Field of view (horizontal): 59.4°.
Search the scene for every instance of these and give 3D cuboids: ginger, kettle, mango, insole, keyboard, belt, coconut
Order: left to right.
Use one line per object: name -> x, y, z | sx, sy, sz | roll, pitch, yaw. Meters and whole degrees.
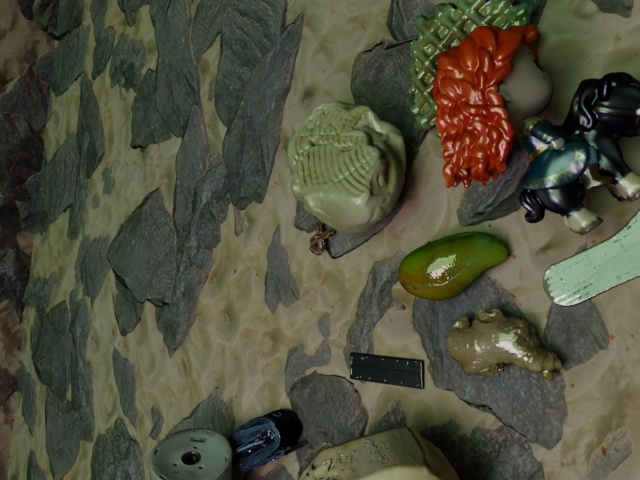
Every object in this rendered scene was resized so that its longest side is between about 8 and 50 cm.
kettle -> -0.340, 0.665, 1.478 | 0.265, 0.205, 0.318 | 39, 133, 55
belt -> -0.160, 0.525, 1.464 | 0.218, 0.128, 0.122 | -37, 69, 34
coconut -> 0.120, 0.524, 1.075 | 0.353, 0.353, 0.352 | -4, 84, 40
keyboard -> 0.149, 0.299, 1.297 | 0.202, 0.011, 0.067 | -3, 86, 40
mango -> 0.268, 0.054, 1.153 | 0.233, 0.111, 0.125 | -17, 90, 26
ginger -> 0.353, 0.200, 1.091 | 0.213, 0.074, 0.137 | -9, 90, 44
insole -> 0.548, 0.012, 0.980 | 0.348, 0.009, 0.119 | -38, 65, 32

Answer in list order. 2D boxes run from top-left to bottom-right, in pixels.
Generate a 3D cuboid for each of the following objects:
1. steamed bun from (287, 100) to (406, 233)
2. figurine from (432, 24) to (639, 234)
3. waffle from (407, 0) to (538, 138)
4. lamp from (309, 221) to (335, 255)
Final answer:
steamed bun -> 0.074, -0.150, 1.276 | 0.289, 0.203, 0.276 | 29, 80, 36
figurine -> 0.381, -0.196, 0.980 | 0.412, 0.241, 0.306 | 26, 115, 18
waffle -> 0.311, -0.367, 1.179 | 0.292, 0.056, 0.309 | 3, 90, 40
lamp -> 0.000, 0.000, 1.435 | 0.063, 0.031, 0.083 | 38, 114, 37
